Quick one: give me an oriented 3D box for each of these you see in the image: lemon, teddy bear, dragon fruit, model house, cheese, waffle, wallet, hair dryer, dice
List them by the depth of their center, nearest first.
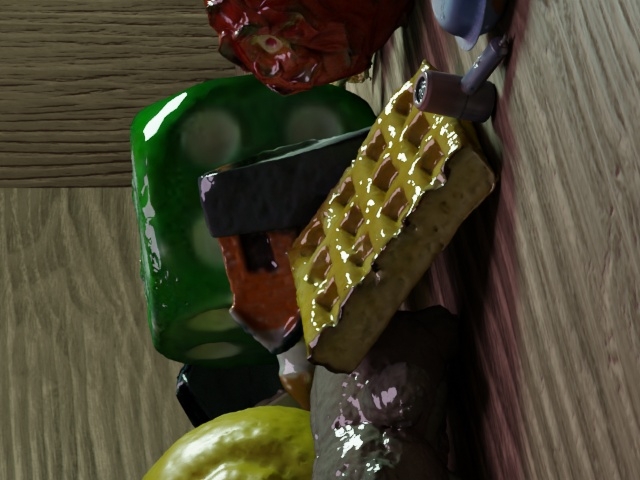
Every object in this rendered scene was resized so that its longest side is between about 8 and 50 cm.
[{"bbox_3d":[0.129,-0.234,1.419,0.244,0.052,0.135,124,142,-76],"label":"cheese"},{"bbox_3d":[0.128,-0.142,1.446,0.114,0.063,0.037,127,147,-54],"label":"hair dryer"},{"bbox_3d":[0.059,-0.023,1.579,0.248,0.055,0.221,-55,19,18],"label":"waffle"},{"bbox_3d":[0.061,0.189,1.587,0.236,0.151,0.267,95,173,-49],"label":"teddy bear"},{"bbox_3d":[-0.045,0.337,1.792,0.348,0.348,0.348,180,90,-83],"label":"lemon"},{"bbox_3d":[0.009,0.033,1.835,0.271,0.190,0.300,-37,-61,-76],"label":"model house"},{"bbox_3d":[-0.016,-0.283,1.862,0.241,0.241,0.252,130,139,-79],"label":"dragon fruit"},{"bbox_3d":[-0.078,-0.017,2.117,0.297,0.300,0.287,108,158,-68],"label":"dice"},{"bbox_3d":[-0.085,0.141,2.335,0.190,0.046,0.379,55,-145,-23],"label":"wallet"}]

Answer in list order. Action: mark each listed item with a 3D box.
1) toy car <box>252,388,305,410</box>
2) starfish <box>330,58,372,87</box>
[{"bbox_3d":[-0.009,0.261,2.088,0.198,0.204,0.248,58,147,3],"label":"toy car"},{"bbox_3d":[0.051,-0.270,2.079,0.150,0.053,0.209,-81,2,-67],"label":"starfish"}]
